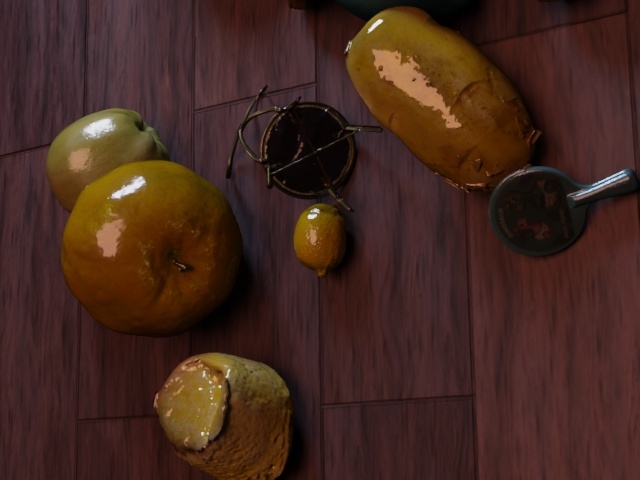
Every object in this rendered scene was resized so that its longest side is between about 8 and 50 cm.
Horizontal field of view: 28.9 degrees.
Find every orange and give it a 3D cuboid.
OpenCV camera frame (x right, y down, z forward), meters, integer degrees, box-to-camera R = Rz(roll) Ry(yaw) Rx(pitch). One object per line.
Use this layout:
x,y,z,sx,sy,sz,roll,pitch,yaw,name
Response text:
-0.260,0.012,1.901,0.235,0.279,0.279,18,91,58,orange

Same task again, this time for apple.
-0.350,-0.123,2.042,0.200,0.200,0.200,-7,77,33,apple

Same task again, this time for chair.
-0.029,-0.139,1.854,0.326,0.170,0.159,-153,81,-78,chair

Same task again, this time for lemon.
0.000,0.000,1.835,0.082,0.082,0.110,1,82,35,lemon

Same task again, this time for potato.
0.171,-0.192,1.701,0.300,0.140,0.173,44,75,10,potato

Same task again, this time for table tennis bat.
0.319,-0.050,1.635,0.201,0.033,0.124,-19,105,19,table tennis bat

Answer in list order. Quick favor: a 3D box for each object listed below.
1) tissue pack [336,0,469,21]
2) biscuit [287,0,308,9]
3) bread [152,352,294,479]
0.100,-0.453,1.783,0.206,0.198,0.287,-9,76,35,tissue pack
-0.028,-0.498,1.866,0.049,0.257,0.273,5,83,-3,biscuit
-0.135,0.265,1.824,0.197,0.170,0.197,-20,58,36,bread
